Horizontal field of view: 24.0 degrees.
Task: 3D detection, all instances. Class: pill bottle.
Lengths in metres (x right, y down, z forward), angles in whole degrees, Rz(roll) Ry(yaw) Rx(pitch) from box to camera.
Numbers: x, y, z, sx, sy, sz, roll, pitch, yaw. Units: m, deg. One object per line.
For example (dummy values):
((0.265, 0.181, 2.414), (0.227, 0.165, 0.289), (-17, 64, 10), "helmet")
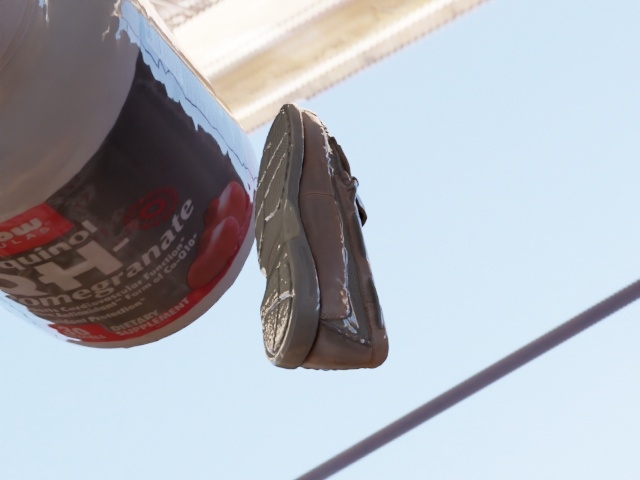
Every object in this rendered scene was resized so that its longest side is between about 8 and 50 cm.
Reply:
((-0.154, -0.067, 0.765), (0.176, 0.318, 0.176), (-5, -111, 14), "pill bottle")

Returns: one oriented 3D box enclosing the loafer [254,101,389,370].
((0.000, 0.000, 0.541), (0.039, 0.125, 0.045), (14, -50, -15), "loafer")
